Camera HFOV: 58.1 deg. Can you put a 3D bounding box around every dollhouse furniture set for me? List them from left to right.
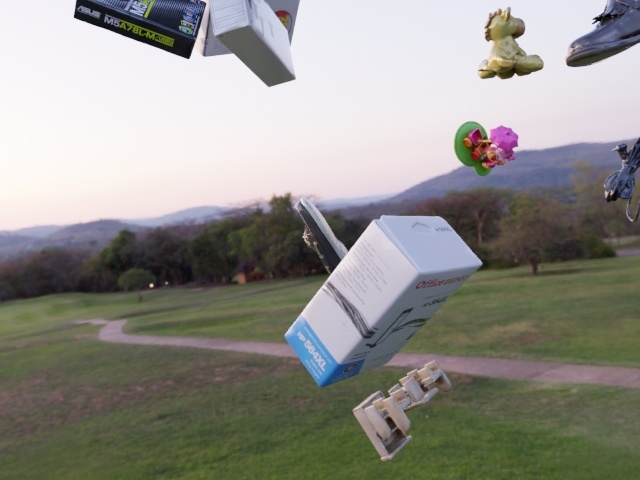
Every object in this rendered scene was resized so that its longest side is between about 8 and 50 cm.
[{"bbox_3d":[0.228,0.472,1.556,0.212,0.161,0.242,-24,-12,-45],"label":"dollhouse furniture set"}]

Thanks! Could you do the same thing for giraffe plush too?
[{"bbox_3d":[0.517,-0.557,1.626,0.210,0.170,0.181,-6,6,-40],"label":"giraffe plush"}]

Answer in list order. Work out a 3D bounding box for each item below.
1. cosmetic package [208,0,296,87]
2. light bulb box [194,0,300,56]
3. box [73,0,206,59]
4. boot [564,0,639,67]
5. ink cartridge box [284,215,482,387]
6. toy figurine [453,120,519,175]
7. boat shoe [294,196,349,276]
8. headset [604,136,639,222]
[{"bbox_3d":[-0.104,-0.333,0.924,0.061,0.098,0.239,-10,-5,13],"label":"cosmetic package"},{"bbox_3d":[-0.214,-0.628,1.177,0.225,0.361,0.357,-21,-35,-34],"label":"light bulb box"},{"bbox_3d":[-0.292,-0.386,0.962,0.184,0.045,0.190,18,36,-18],"label":"box"},{"bbox_3d":[0.416,-0.389,0.808,0.263,0.228,0.091,-29,4,-6],"label":"boot"},{"bbox_3d":[0.075,0.071,0.697,0.148,0.086,0.203,-4,-41,-48],"label":"ink cartridge box"},{"bbox_3d":[0.478,-0.253,1.588,0.130,0.173,0.159,-42,22,-18],"label":"toy figurine"},{"bbox_3d":[0.000,0.000,1.369,0.069,0.227,0.081,-31,22,12],"label":"boat shoe"},{"bbox_3d":[0.518,-0.076,0.719,0.185,0.243,0.394,-53,16,-7],"label":"headset"}]
